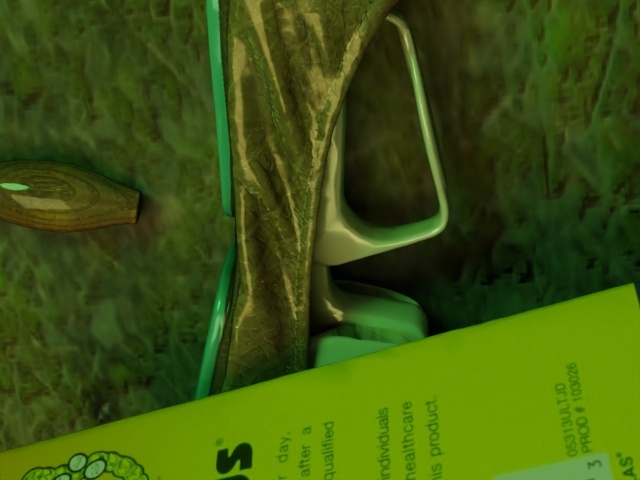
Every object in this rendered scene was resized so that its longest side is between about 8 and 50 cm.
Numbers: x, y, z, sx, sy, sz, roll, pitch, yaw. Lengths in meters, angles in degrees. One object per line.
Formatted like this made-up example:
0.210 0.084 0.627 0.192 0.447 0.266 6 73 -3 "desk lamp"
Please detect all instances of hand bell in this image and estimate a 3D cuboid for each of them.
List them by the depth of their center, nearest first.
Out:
-0.221 -0.033 0.557 0.242 0.126 0.126 7 117 -3 "hand bell"

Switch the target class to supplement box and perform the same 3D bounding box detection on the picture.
0.025 0.185 0.443 0.356 0.195 0.194 -17 133 18 "supplement box"

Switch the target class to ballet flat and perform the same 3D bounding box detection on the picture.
0.000 0.000 0.512 0.124 0.116 0.343 7 112 2 "ballet flat"
